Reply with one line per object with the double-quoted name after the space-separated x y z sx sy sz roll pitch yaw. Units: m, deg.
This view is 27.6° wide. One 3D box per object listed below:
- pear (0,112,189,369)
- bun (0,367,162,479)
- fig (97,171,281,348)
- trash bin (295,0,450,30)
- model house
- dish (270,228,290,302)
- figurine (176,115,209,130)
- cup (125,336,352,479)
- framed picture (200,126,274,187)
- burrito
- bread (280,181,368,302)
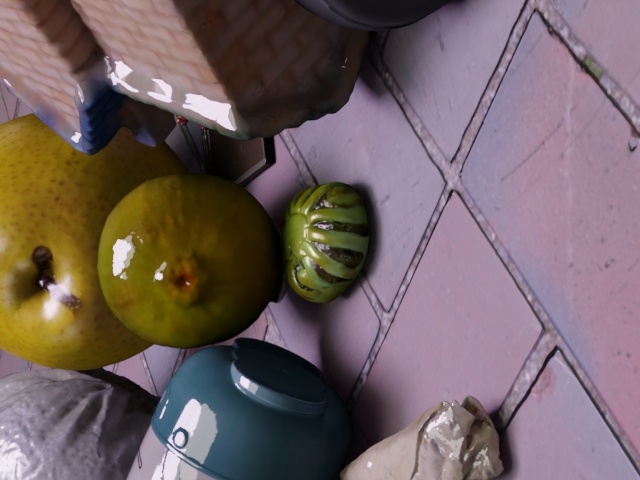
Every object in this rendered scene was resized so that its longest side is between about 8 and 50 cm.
-0.323 -0.005 1.731 0.418 0.362 0.362 -66 -16 -73 "pear"
-0.320 0.286 1.793 0.362 0.362 0.211 27 93 60 "bun"
-0.149 0.026 1.483 0.230 0.207 0.207 134 131 -79 "fig"
0.048 -0.312 1.194 0.101 0.176 0.236 26 110 61 "trash bin"
-0.154 -0.305 1.420 0.445 0.395 0.400 21 150 40 "model house"
-0.060 0.021 1.569 0.137 0.039 0.091 23 112 58 "dish"
-0.151 -0.220 1.677 0.075 0.068 0.140 56 131 51 "figurine"
-0.094 0.248 1.446 0.290 0.219 0.258 -102 35 -80 "cup"
-0.118 -0.197 1.698 0.192 0.018 0.265 -28 66 60 "framed picture"
0.085 0.221 1.269 0.275 0.059 0.082 -41 67 57 "burrito"
0.000 0.000 1.417 0.139 0.071 0.130 -25 65 61 "bread"
